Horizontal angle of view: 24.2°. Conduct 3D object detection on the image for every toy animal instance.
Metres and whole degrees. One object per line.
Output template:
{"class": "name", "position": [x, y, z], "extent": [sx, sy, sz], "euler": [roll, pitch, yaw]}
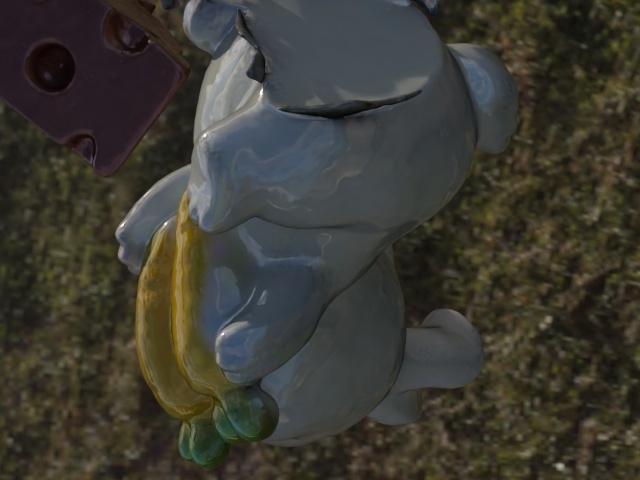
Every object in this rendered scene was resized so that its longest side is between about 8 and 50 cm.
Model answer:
{"class": "toy animal", "position": [-0.007, 0.001, 0.845], "extent": [0.183, 0.247, 0.310], "euler": [36, 140, 34]}

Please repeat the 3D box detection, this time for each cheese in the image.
{"class": "cheese", "position": [-0.199, -0.167, 1.265], "extent": [0.203, 0.177, 0.128], "euler": [37, 102, 2]}
